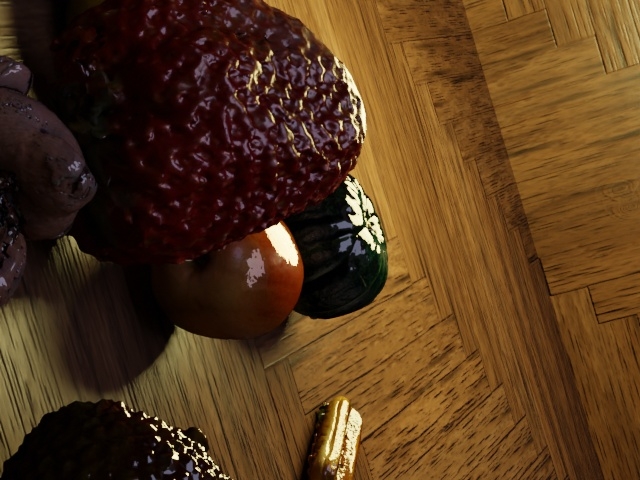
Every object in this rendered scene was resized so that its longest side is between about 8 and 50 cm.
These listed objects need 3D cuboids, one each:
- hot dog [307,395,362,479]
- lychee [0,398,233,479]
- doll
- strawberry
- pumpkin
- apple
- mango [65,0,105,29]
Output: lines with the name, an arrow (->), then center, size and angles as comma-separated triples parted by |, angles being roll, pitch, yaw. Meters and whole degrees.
hot dog -> 0.017, 0.284, 2.294 | 0.072, 0.055, 0.188 | 59, 27, -27
lychee -> -0.198, 0.270, 1.573 | 0.271, 0.236, 0.236 | -43, 118, -38
doll -> -0.306, -0.030, 1.608 | 0.303, 0.156, 0.201 | -66, 142, -52
strawberry -> -0.115, -0.128, 1.827 | 0.267, 0.351, 0.312 | -148, -123, -68
pumpkin -> 0.000, 0.000, 2.308 | 0.220, 0.162, 0.220 | -17, 90, -80
apple -> -0.115, 0.033, 1.994 | 0.199, 0.199, 0.199 | 49, 33, -47
mango -> -0.238, -0.220, 1.977 | 0.137, 0.091, 0.237 | 29, 50, -55
